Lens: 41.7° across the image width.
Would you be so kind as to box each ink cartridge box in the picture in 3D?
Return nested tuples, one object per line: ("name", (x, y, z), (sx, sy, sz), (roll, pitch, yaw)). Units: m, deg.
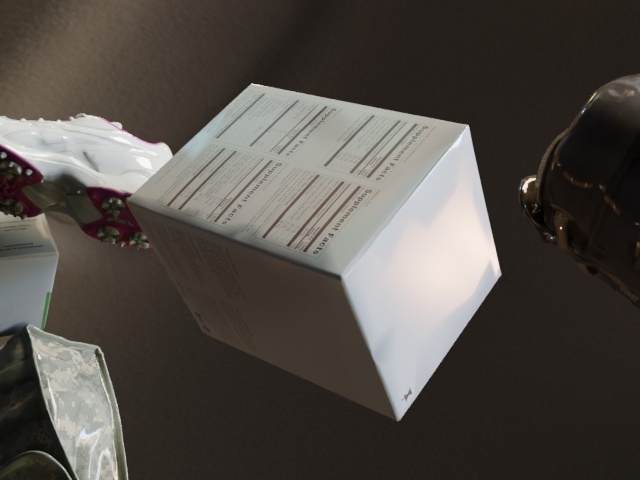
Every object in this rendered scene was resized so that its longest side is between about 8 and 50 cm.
("ink cartridge box", (-0.413, -0.003, 1.080), (0.208, 0.087, 0.153), (58, -40, 34))

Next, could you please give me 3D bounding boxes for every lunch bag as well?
("lunch bag", (-0.376, 0.296, 1.061), (0.235, 0.169, 0.287), (-35, -122, 14))

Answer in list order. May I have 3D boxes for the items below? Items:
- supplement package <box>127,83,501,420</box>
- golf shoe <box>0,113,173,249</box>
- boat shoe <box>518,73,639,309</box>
("supplement package", (0.000, 0.000, 0.814), (0.263, 0.199, 0.198), (18, -125, 37))
("golf shoe", (-0.309, -0.094, 0.981), (0.306, 0.115, 0.140), (21, -132, -19))
("boat shoe", (0.186, -0.030, 0.451), (0.130, 0.355, 0.132), (37, -83, 14))
